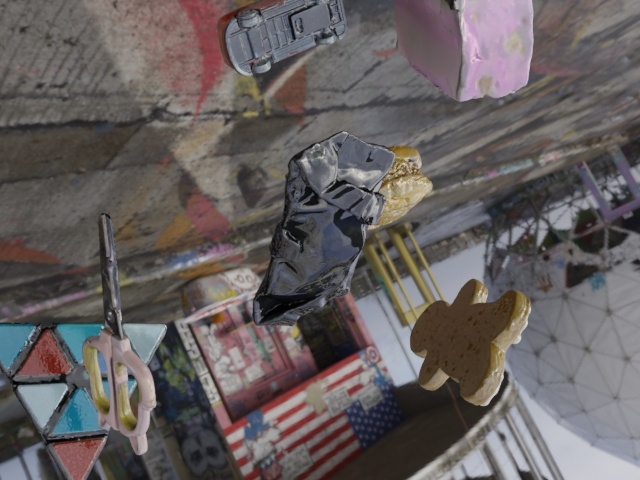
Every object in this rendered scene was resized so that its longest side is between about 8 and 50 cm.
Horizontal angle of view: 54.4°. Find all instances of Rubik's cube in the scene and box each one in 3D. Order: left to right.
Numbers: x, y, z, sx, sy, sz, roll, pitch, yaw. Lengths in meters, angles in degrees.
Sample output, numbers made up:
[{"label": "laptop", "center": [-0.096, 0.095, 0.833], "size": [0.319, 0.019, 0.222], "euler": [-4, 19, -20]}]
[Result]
[{"label": "Rubik's cube", "center": [-0.333, 0.217, 0.979], "size": [0.234, 0.250, 0.284], "euler": [-29, 149, -19]}]

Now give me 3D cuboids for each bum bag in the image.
[{"label": "bum bag", "center": [0.000, 0.000, 0.731], "size": [0.137, 0.074, 0.310], "euler": [-10, 142, -25]}]

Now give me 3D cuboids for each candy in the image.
[{"label": "candy", "center": [0.195, -0.320, 0.922], "size": [0.116, 0.155, 0.265], "euler": [-18, -146, -6]}]

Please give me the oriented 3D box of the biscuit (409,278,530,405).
[{"label": "biscuit", "center": [0.180, 0.125, 0.796], "size": [0.158, 0.035, 0.240], "euler": [-59, -169, -7]}]

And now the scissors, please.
[{"label": "scissors", "center": [-0.262, 0.118, 0.786], "size": [0.160, 0.317, 0.024], "euler": [16, -156, 38]}]

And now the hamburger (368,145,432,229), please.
[{"label": "hamburger", "center": [0.075, -0.068, 0.855], "size": [0.138, 0.083, 0.147], "euler": [-16, 161, -32]}]

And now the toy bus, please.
[{"label": "toy bus", "center": [-0.054, -0.275, 0.796], "size": [0.174, 0.079, 0.077], "euler": [-29, -141, -19]}]
